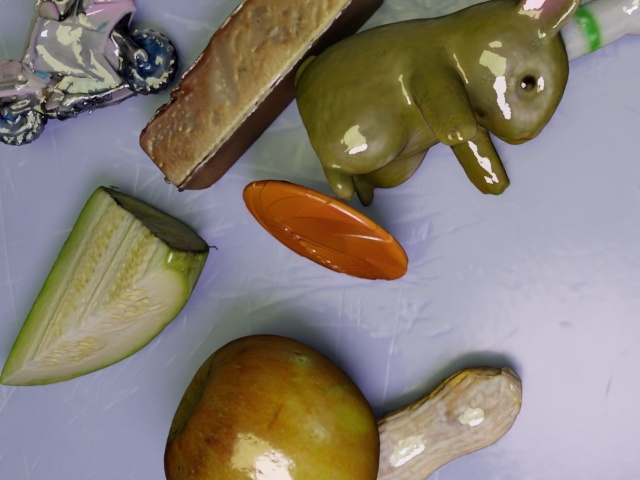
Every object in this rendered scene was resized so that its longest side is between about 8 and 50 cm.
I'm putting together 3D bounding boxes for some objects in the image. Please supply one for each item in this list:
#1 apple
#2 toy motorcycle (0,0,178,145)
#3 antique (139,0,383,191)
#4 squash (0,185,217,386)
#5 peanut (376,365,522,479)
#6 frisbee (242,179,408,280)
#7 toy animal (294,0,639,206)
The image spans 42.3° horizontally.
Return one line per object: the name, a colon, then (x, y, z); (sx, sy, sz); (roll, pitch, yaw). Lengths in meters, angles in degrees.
apple: (-0.051, 0.220, 0.882); (0.207, 0.237, 0.237); (31, 103, -13)
toy motorcycle: (-0.305, -0.237, 0.970); (0.239, 0.108, 0.204); (-21, 94, -9)
antique: (-0.072, -0.191, 0.917); (0.093, 0.087, 0.310); (46, 105, 9)
squash: (-0.243, 0.100, 0.973); (0.203, 0.111, 0.289); (35, 101, 42)
peanut: (0.129, 0.205, 0.901); (0.206, 0.087, 0.087); (-34, 86, 14)
frisbee: (0.000, 0.000, 0.867); (0.192, 0.192, 0.035); (22, 73, 12)
toy animal: (0.154, -0.146, 0.812); (0.363, 0.181, 0.180); (-13, 79, 19)
